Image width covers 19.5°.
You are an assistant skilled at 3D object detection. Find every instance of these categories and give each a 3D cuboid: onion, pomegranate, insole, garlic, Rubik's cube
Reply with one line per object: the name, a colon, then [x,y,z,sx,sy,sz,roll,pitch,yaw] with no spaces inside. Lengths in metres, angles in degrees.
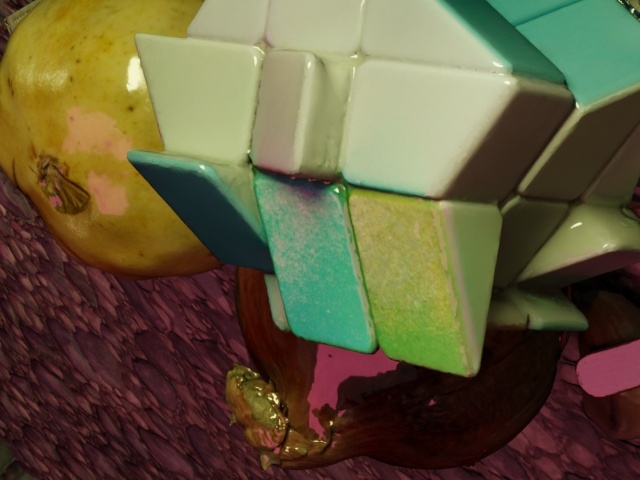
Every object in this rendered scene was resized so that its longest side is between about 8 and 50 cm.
onion: [0.079,0.060,1.794,0.353,0.353,0.354,37,156,20]
pomegranate: [-0.170,-0.124,1.905,0.332,0.332,0.332,37,156,20]
insole: [0.318,0.107,1.709,0.188,0.004,0.064,-18,99,33]
garlic: [0.302,0.137,1.811,0.101,0.087,0.195,48,163,33]
Rubik's cube: [0.073,-0.081,1.450,0.387,0.358,0.368,51,118,30]

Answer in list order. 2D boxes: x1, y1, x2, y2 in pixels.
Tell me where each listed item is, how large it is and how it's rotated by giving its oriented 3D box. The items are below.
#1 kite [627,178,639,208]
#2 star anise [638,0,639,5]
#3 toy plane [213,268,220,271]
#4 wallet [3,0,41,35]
kite: [0.305,-0.057,1.566,0.310,0.015,0.169,19,146,43]
star anise: [0.264,-0.203,1.327,0.195,0.065,0.182,12,145,41]
toy plane: [-0.169,-0.033,2.330,0.174,0.080,0.174,39,158,19]
wallet: [-0.267,-0.151,2.235,0.223,0.077,0.309,-11,105,63]
